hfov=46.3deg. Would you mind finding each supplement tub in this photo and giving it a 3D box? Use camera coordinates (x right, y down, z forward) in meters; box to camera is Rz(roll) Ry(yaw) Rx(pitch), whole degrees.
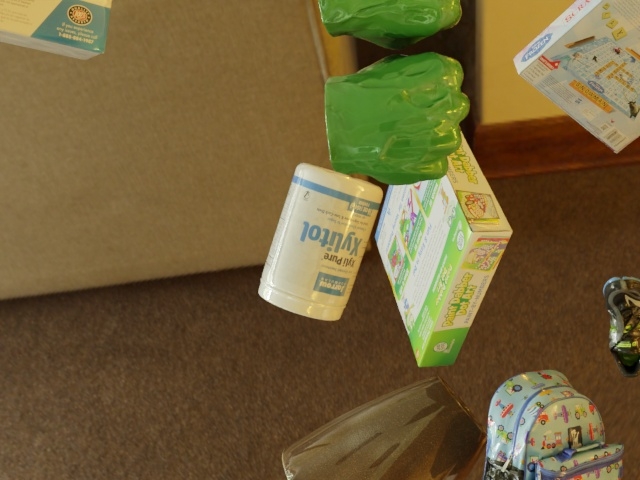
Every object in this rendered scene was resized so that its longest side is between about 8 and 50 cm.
[{"bbox_3d":[0.000,0.000,0.573,0.071,0.071,0.107,20,97,24],"label":"supplement tub"}]

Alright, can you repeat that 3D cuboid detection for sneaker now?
[{"bbox_3d":[0.478,0.134,1.156,0.067,0.188,0.078,-6,32,19],"label":"sneaker"}]

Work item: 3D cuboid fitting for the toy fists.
[{"bbox_3d":[0.081,-0.197,0.771,0.142,0.096,0.279,-2,94,19],"label":"toy fists"}]

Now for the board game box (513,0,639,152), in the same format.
[{"bbox_3d":[0.604,-0.362,1.457,0.318,0.319,0.066,-41,32,33],"label":"board game box"}]

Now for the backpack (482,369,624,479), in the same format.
[{"bbox_3d":[0.270,0.244,0.871,0.158,0.173,0.117,0,4,-28],"label":"backpack"}]

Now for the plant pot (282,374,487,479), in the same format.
[{"bbox_3d":[0.105,0.295,1.006,0.230,0.215,0.215,-40,55,3],"label":"plant pot"}]

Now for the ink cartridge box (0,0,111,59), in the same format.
[{"bbox_3d":[-0.270,-0.307,0.730,0.078,0.134,0.231,12,94,59],"label":"ink cartridge box"}]

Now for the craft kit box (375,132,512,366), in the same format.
[{"bbox_3d":[0.146,-0.008,0.974,0.061,0.250,0.246,0,45,-12],"label":"craft kit box"}]
